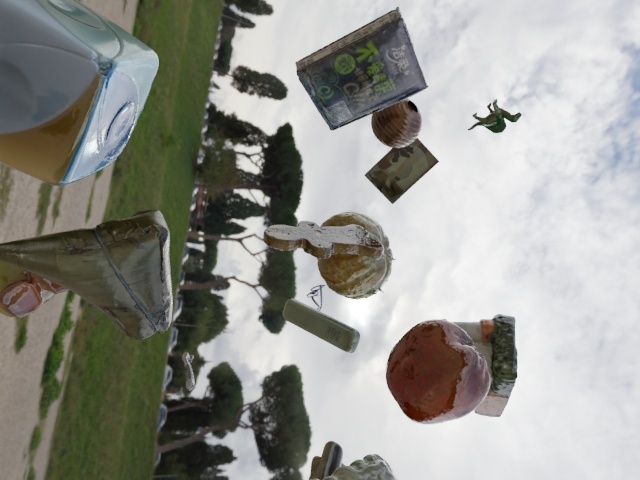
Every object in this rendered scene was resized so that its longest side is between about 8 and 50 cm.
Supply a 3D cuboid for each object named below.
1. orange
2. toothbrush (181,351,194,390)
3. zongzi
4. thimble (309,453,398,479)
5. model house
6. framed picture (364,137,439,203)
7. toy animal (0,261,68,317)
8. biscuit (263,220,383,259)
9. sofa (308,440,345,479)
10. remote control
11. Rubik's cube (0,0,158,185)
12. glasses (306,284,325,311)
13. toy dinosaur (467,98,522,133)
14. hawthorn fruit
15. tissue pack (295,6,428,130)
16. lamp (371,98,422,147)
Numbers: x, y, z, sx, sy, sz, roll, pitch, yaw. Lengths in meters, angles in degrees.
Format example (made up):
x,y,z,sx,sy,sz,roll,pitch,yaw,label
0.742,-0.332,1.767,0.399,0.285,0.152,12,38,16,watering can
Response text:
x,y,z,sx,sy,sz,roll,pitch,yaw,label
0.127,0.049,1.570,0.249,0.329,0.329,-13,-116,26,orange
-0.315,0.310,1.036,0.024,0.026,0.288,-60,-165,-11,toothbrush
-0.527,0.111,0.994,0.160,0.360,0.323,35,-51,48,zongzi
0.050,0.486,0.753,0.219,0.219,0.150,-59,-134,40,thimble
0.335,0.310,1.114,0.271,0.301,0.190,77,19,-49,model house
0.259,-0.231,1.386,0.201,0.136,0.010,-43,-172,16,framed picture
-0.863,0.101,1.255,0.338,0.191,0.216,0,-142,50,toy animal
0.000,0.000,1.130,0.197,0.302,0.049,-127,-138,-63,biscuit
0.088,0.624,1.031,0.182,0.258,0.200,-50,-176,25,sofa
-0.005,0.296,1.516,0.309,0.038,0.090,21,-82,28,remote control
-0.641,-0.377,1.033,0.352,0.347,0.351,-54,-166,24,Rubik's cube
-0.007,0.252,1.781,0.140,0.063,0.103,118,-42,-56,glasses
0.328,-0.230,0.839,0.060,0.029,0.120,56,-28,-2,toy dinosaur
0.205,0.237,0.769,0.189,0.189,0.189,-170,-90,-66,hawthorn fruit
0.086,-0.347,0.908,0.235,0.173,0.073,-21,-132,20,tissue pack
0.200,-0.311,1.137,0.136,0.136,0.136,-170,-90,-66,lamp
